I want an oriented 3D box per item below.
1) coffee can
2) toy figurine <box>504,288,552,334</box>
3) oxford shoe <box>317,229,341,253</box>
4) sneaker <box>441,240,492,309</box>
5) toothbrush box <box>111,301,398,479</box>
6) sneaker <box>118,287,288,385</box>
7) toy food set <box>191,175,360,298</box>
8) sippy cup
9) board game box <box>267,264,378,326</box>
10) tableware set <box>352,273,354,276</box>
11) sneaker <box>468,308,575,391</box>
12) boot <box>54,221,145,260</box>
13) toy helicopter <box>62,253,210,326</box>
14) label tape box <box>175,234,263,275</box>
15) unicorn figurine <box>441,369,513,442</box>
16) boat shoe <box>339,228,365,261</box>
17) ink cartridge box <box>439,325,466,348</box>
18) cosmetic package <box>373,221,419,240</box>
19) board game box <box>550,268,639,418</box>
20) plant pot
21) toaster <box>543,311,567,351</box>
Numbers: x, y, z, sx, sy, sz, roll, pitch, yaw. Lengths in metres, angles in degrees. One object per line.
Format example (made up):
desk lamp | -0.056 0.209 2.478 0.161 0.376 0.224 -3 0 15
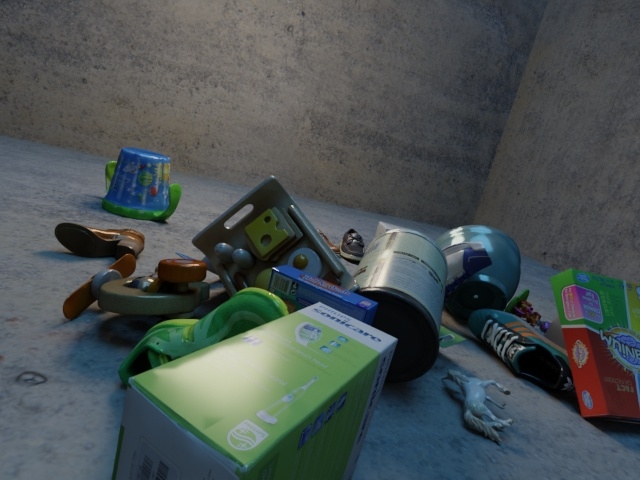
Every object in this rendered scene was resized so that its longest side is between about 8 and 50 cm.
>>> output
coffee can | 0.154 0.120 0.843 0.201 0.202 0.275 18 30 13
toy figurine | 0.677 0.247 1.264 0.159 0.130 0.173 36 15 37
oxford shoe | 0.000 0.000 1.650 0.212 0.076 0.076 26 15 34
sneaker | 0.330 0.135 1.139 0.315 0.183 0.127 -21 -31 24
toothbrush box | -0.048 0.203 0.407 0.122 0.207 0.283 22 15 28
sneaker | -0.157 0.154 0.555 0.295 0.110 0.123 -23 13 28
toy food set | -0.097 0.043 0.756 0.306 0.219 0.092 53 3 29
sippy cup | -0.650 -0.213 1.481 0.304 0.224 0.240 13 13 -12
board game box | -0.021 0.162 0.604 0.159 0.211 0.047 21 13 24
tableware set | 0.164 0.140 1.353 0.140 0.020 0.168 20 12 13
sneaker | 0.483 0.258 1.003 0.120 0.108 0.302 10 14 -40
boot | -0.558 -0.007 1.051 0.197 0.073 0.152 24 10 -19
toy helicopter | -0.341 0.093 0.820 0.234 0.140 0.355 3 4 -10
label tape box | -0.119 0.071 0.950 0.347 0.115 0.249 22 -7 24
unicorn figurine | 0.290 0.289 0.753 0.111 0.060 0.162 18 13 12
boat shoe | 0.134 0.013 1.697 0.102 0.093 0.285 14 13 -4
ink cartridge box | 0.224 0.220 0.974 0.108 0.062 0.209 2 18 -45
cosmetic package | 0.334 0.021 1.761 0.183 0.152 0.151 14 12 -7
board game box | 0.672 0.239 0.923 0.241 0.317 0.064 11 -29 -15
plant pot | 0.481 0.126 1.274 0.292 0.293 0.196 16 39 5
toaster | 0.719 0.259 1.092 0.167 0.186 0.110 10 22 -16
